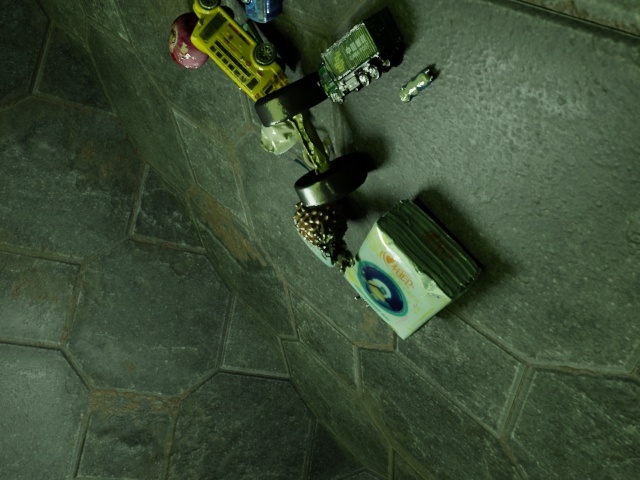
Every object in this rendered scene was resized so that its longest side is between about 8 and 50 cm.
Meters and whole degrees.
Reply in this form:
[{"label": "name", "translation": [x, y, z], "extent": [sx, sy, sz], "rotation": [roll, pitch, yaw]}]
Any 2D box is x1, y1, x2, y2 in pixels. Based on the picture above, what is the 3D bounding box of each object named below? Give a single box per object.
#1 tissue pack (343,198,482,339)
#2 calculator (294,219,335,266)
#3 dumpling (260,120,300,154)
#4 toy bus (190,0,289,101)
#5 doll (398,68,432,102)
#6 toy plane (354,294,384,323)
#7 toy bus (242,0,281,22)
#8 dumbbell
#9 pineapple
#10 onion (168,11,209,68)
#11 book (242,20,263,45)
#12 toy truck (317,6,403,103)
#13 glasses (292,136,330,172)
[{"label": "tissue pack", "translation": [0.241, 0.095, 1.532], "extent": [0.287, 0.162, 0.388], "rotation": [46, 155, 11]}, {"label": "calculator", "translation": [0.000, 0.000, 2.000], "extent": [0.295, 0.042, 0.184], "rotation": [43, 154, 31]}, {"label": "dumpling", "translation": [-0.107, -0.355, 1.639], "extent": [0.155, 0.111, 0.181], "rotation": [39, 139, 22]}, {"label": "toy bus", "translation": [-0.242, -0.542, 1.518], "extent": [0.330, 0.152, 0.144], "rotation": [46, -173, 5]}, {"label": "doll", "translation": [0.207, -0.337, 1.188], "extent": [0.037, 0.027, 0.125], "rotation": [62, 156, 1]}, {"label": "toy plane", "translation": [0.170, 0.188, 1.911], "extent": [0.226, 0.058, 0.226], "rotation": [70, 157, 6]}, {"label": "toy bus", "translation": [-0.152, -0.664, 1.360], "extent": [0.094, 0.079, 0.236], "rotation": [40, 153, 25]}, {"label": "dumbbell", "translation": [-0.023, -0.272, 1.484], "extent": [0.203, 0.203, 0.322], "rotation": [6, 126, 60]}, {"label": "pineapple", "translation": [0.024, -0.026, 1.661], "extent": [0.361, 0.175, 0.175], "rotation": [-122, 11, -55]}, {"label": "onion", "translation": [-0.422, -0.655, 1.782], "extent": [0.177, 0.153, 0.177], "rotation": [11, 111, 29]}, {"label": "book", "translation": [-0.219, -0.596, 1.648], "extent": [0.103, 0.017, 0.135], "rotation": [59, 155, -11]}, {"label": "toy truck", "translation": [0.084, -0.411, 1.250], "extent": [0.121, 0.088, 0.259], "rotation": [58, 155, -10]}, {"label": "glasses", "translation": [-0.053, -0.253, 1.705], "extent": [0.220, 0.088, 0.190], "rotation": [31, 147, 42]}]
